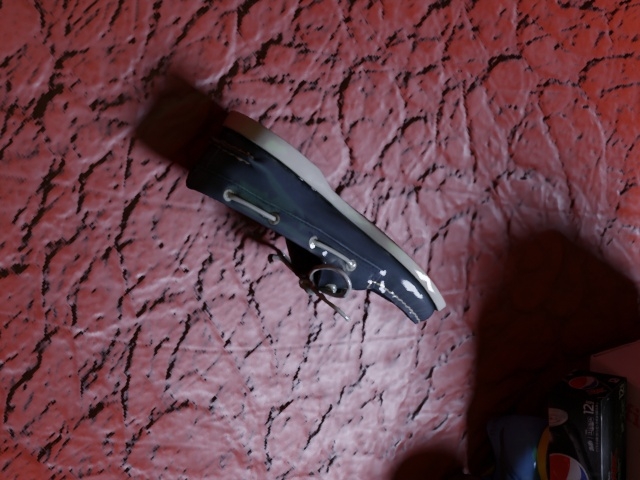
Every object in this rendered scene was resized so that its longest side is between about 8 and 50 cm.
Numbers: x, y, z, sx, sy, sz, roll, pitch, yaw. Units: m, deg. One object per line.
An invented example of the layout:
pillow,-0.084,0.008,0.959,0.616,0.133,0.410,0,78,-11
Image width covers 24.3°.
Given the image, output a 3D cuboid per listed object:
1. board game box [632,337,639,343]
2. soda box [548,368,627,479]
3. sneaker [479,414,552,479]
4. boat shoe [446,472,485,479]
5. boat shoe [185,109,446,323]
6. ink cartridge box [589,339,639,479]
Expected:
board game box,0.339,0.157,1.491,0.201,0.035,0.136,-34,123,-16
soda box,0.244,0.207,1.357,0.060,0.053,0.168,-27,119,-51
sneaker,0.201,0.253,1.429,0.069,0.082,0.209,-46,133,-46
boat shoe,0.122,0.355,1.401,0.103,0.092,0.285,6,103,-33
boat shoe,0.000,0.000,1.179,0.254,0.095,0.079,41,84,-35
ink cartridge box,0.360,0.266,1.388,0.129,0.223,0.307,-14,116,-25
